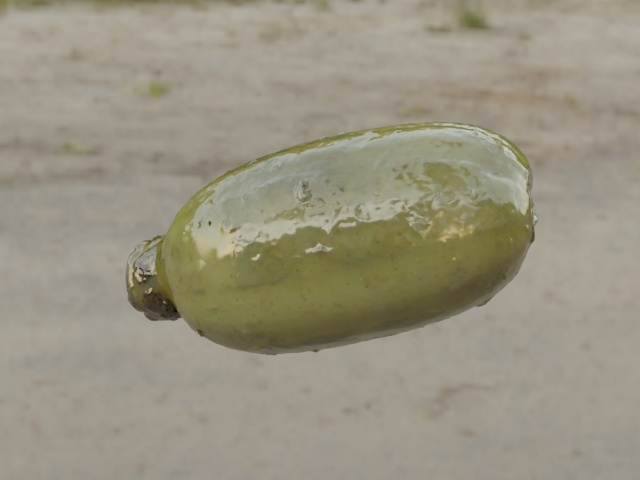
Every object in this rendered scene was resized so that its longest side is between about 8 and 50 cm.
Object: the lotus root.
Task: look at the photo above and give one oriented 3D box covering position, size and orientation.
[{"bbox_3d":[0.000,-0.001,0.783,0.183,0.077,0.090,-11,28,20],"label":"lotus root"}]
